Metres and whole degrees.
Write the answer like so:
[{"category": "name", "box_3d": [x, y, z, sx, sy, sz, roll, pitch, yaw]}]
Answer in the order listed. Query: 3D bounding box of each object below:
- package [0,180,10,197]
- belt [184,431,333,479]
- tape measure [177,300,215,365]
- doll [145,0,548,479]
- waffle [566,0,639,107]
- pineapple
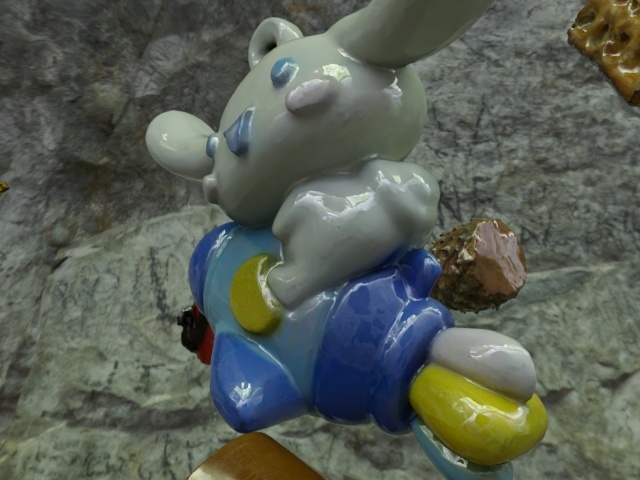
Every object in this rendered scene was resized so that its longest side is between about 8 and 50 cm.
[{"category": "package", "box_3d": [-0.459, -0.052, 0.741, 0.047, 0.131, 0.071, 39, -94, 4]}, {"category": "belt", "box_3d": [-0.060, 0.244, 0.352, 0.105, 0.184, 0.262, 29, -69, 21]}, {"category": "tape measure", "box_3d": [-0.017, 0.113, 0.764, 0.260, 0.253, 0.114, -19, -65, -46]}, {"category": "doll", "box_3d": [-0.008, 0.001, 0.425, 0.187, 0.376, 0.366, -9, -96, -24]}, {"category": "waffle", "box_3d": [0.408, -0.299, 0.590, 0.091, 0.213, 0.308, 17, -53, -14]}, {"category": "pineapple", "box_3d": [0.209, 0.060, 0.977, 0.157, 0.278, 0.158, 12, -112, -32]}]
